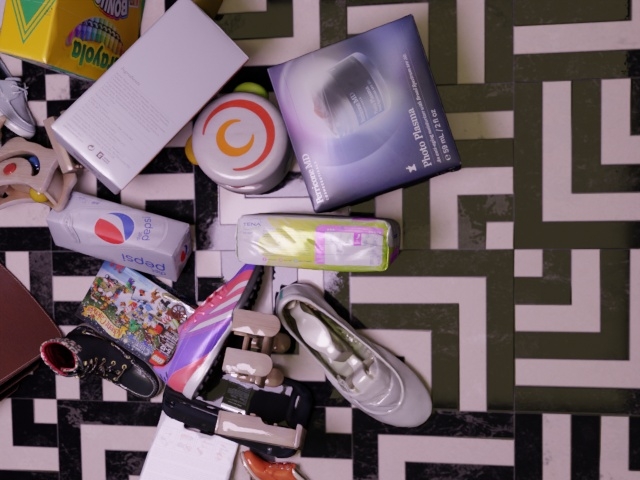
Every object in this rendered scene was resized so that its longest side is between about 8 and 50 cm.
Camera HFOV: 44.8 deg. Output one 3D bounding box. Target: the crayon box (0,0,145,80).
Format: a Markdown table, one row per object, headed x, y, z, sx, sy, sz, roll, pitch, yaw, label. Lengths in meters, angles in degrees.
| x | y | z | sx | sy | sz | roll | pitch | yaw | label |
| --- | --- | --- | --- | --- | --- | --- | --- | --- | --- |
| -0.452 | -0.472 | 1.488 | 0.106 | 0.363 | 0.313 | 12 | 95 | 8 | crayon box |

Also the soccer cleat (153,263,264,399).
| x | y | z | sx | sy | sz | roll | pitch | yaw | label |
| --- | --- | --- | --- | --- | --- | --- | --- | --- | --- |
| -0.225 | 0.167 | 1.600 | 0.116 | 0.108 | 0.318 | 29 | 87 | 6 | soccer cleat |

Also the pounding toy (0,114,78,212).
| x | y | z | sx | sy | sz | roll | pitch | yaw | label |
| --- | --- | --- | --- | --- | --- | --- | --- | --- | --- |
| -0.649 | -0.151 | 1.601 | 0.270 | 0.155 | 0.154 | 19 | 64 | 31 | pounding toy |

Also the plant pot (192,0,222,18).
| x | y | z | sx | sy | sz | roll | pitch | yaw | label |
| --- | --- | --- | --- | --- | --- | --- | --- | --- | --- |
| -0.247 | -0.517 | 1.594 | 0.082 | 0.083 | 0.081 | 28 | 97 | 6 | plant pot |

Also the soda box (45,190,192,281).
| x | y | z | sx | sy | sz | roll | pitch | yaw | label |
| --- | --- | --- | --- | --- | --- | --- | --- | --- | --- |
| -0.419 | -0.012 | 1.627 | 0.286 | 0.098 | 0.091 | 16 | 53 | 8 | soda box |

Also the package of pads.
| x | y | z | sx | sy | sz | roll | pitch | yaw | label |
| --- | --- | --- | --- | --- | --- | --- | --- | --- | --- |
| 0.000 | 0.000 | 1.510 | 0.297 | 0.229 | 0.101 | 2 | 93 | 10 | package of pads |

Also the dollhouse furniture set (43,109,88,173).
| x | y | z | sx | sy | sz | roll | pitch | yaw | label |
| --- | --- | --- | --- | --- | --- | --- | --- | --- | --- |
| -0.473 | -0.227 | 1.614 | 0.123 | 0.151 | 0.144 | -20 | 92 | 10 | dollhouse furniture set |

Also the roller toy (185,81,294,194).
| x | y | z | sx | sy | sz | roll | pitch | yaw | label |
| --- | --- | --- | --- | --- | --- | --- | --- | --- | --- |
| -0.154 | -0.189 | 1.565 | 0.209 | 0.146 | 0.191 | -40 | 81 | -1 | roller toy |

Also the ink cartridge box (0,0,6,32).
| x | y | z | sx | sy | sz | roll | pitch | yaw | label |
| --- | --- | --- | --- | --- | --- | --- | --- | --- | --- |
| -0.596 | -0.475 | 1.620 | 0.203 | 0.148 | 0.085 | -3 | 92 | 10 | ink cartridge box |

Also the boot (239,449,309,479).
| x | y | z | sx | sy | sz | roll | pitch | yaw | label |
| --- | --- | --- | --- | --- | --- | --- | --- | --- | --- |
| -0.097 | 0.486 | 1.643 | 0.158 | 0.059 | 0.084 | 43 | 96 | -4 | boot |

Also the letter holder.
| x | y | z | sx | sy | sz | roll | pitch | yaw | label |
| --- | --- | --- | --- | --- | --- | --- | --- | --- | --- |
| -0.746 | 0.188 | 1.697 | 0.302 | 0.214 | 0.152 | 46 | 131 | 4 | letter holder |

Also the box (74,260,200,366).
| x | y | z | sx | sy | sz | roll | pitch | yaw | label |
| --- | --- | --- | --- | --- | --- | --- | --- | --- | --- |
| -0.392 | 0.154 | 1.675 | 0.233 | 0.044 | 0.159 | 32 | 97 | 6 | box |

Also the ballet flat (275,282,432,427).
| x | y | z | sx | sy | sz | roll | pitch | yaw | label |
| --- | --- | --- | --- | --- | --- | --- | --- | --- | --- |
| 0.056 | 0.244 | 1.565 | 0.400 | 0.139 | 0.139 | 43 | 99 | 4 | ballet flat |

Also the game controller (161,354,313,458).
| x | y | z | sx | sy | sz | roll | pitch | yaw | label |
| --- | --- | --- | --- | --- | --- | --- | --- | --- | --- |
| -0.178 | 0.342 | 1.652 | 0.319 | 0.067 | 0.166 | 18 | 82 | 7 | game controller |

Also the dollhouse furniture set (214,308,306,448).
| x | y | z | sx | sy | sz | roll | pitch | yaw | label |
| --- | --- | --- | --- | --- | --- | --- | --- | --- | --- |
| -0.095 | 0.272 | 1.516 | 0.161 | 0.212 | 0.242 | 9 | 74 | 6 | dollhouse furniture set |

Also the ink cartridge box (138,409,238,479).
| x | y | z | sx | sy | sz | roll | pitch | yaw | label |
| --- | --- | --- | --- | --- | --- | --- | --- | --- | --- |
| -0.283 | 0.497 | 1.674 | 0.189 | 0.066 | 0.232 | 14 | 70 | 5 | ink cartridge box |

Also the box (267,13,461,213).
| x | y | z | sx | sy | sz | roll | pitch | yaw | label |
| --- | --- | --- | --- | --- | --- | --- | --- | --- | --- |
| 0.091 | -0.233 | 1.507 | 0.294 | 0.183 | 0.296 | -19 | 90 | 11 | box |

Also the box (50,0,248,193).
| x | y | z | sx | sy | sz | roll | pitch | yaw | label |
| --- | --- | --- | --- | --- | --- | --- | --- | --- | --- |
| -0.329 | -0.270 | 1.489 | 0.168 | 0.215 | 0.345 | 44 | 80 | -13 | box |

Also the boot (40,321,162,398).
| x | y | z | sx | sy | sz | roll | pitch | yaw | label |
| --- | --- | --- | --- | --- | --- | --- | --- | --- | --- |
| -0.459 | 0.268 | 1.624 | 0.236 | 0.178 | 0.085 | 36 | 98 | 6 | boot |

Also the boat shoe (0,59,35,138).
| x | y | z | sx | sy | sz | roll | pitch | yaw | label |
| --- | --- | --- | --- | --- | --- | --- | --- | --- | --- |
| -0.681 | -0.325 | 1.678 | 0.081 | 0.079 | 0.227 | -40 | 83 | 14 | boat shoe |
